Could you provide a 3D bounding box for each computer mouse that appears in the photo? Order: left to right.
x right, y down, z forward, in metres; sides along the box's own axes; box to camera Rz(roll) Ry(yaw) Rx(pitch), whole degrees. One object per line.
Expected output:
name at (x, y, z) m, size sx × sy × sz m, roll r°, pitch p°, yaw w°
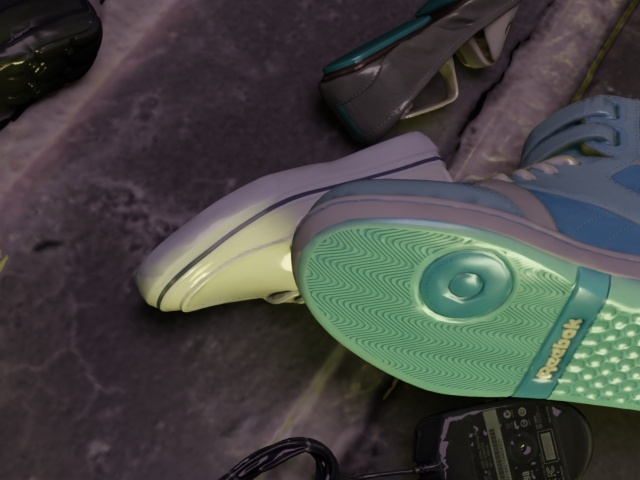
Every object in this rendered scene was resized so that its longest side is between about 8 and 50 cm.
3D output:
computer mouse at (0.046, 0.137, 0.901) m, size 0.242 × 0.041 × 0.071 m, roll -7°, pitch 82°, yaw -15°

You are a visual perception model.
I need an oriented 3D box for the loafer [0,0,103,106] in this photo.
loafer at (-0.238, -0.108, 0.932) m, size 0.223 × 0.076 × 0.078 m, roll -26°, pitch 66°, yaw -33°

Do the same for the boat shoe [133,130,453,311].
boat shoe at (0.000, 0.000, 0.932) m, size 0.226 × 0.083 × 0.076 m, roll -26°, pitch 70°, yaw -29°

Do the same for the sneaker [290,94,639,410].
sneaker at (0.122, -0.013, 0.934) m, size 0.319 × 0.127 × 0.208 m, roll 14°, pitch 40°, yaw -22°

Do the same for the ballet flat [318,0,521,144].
ballet flat at (0.085, -0.134, 1.057) m, size 0.213 × 0.072 × 0.068 m, roll -38°, pitch 105°, yaw -30°
